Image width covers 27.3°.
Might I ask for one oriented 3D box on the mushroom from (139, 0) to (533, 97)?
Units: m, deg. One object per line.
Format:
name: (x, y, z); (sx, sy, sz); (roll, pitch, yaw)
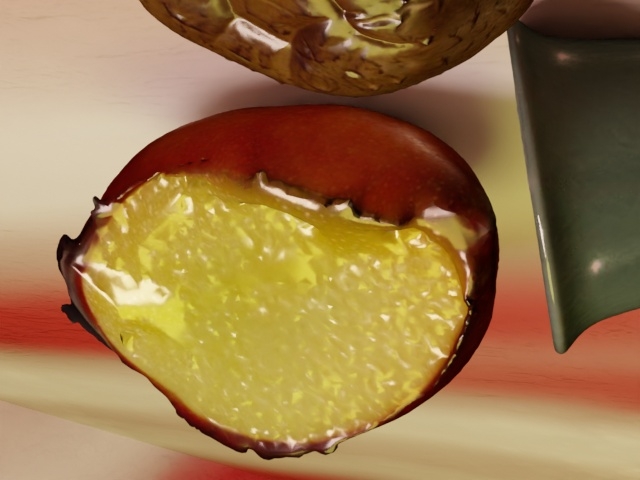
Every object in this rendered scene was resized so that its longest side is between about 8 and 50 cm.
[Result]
mushroom: (-0.005, -0.154, 0.616); (0.231, 0.138, 0.194); (12, 160, 8)

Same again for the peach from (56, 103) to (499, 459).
peach: (0.000, 0.000, 0.963); (0.362, 0.201, 0.257); (-22, 110, 39)

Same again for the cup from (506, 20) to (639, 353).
cup: (0.195, -0.042, 0.764); (0.150, 0.199, 0.199); (-8, 155, 10)
